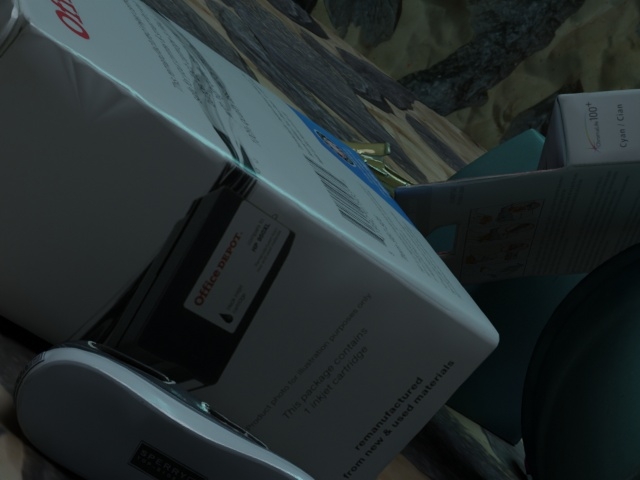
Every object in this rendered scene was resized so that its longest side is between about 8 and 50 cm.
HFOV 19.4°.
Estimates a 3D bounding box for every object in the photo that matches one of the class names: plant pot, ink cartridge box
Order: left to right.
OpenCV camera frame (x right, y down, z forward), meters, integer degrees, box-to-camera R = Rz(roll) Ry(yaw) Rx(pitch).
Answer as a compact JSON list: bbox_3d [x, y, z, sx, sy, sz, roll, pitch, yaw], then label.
[{"bbox_3d":[-0.114,-0.036,1.214,0.395,0.166,0.285,34,12,-32],"label":"ink cartridge box"},{"bbox_3d":[0.172,0.028,1.736,0.165,0.234,0.165,33,13,-33],"label":"plant pot"},{"bbox_3d":[0.183,-0.035,1.487,0.296,0.261,0.066,86,-1,-73],"label":"ink cartridge box"},{"bbox_3d":[0.309,0.194,1.376,0.341,0.341,0.334,40,19,-4],"label":"plant pot"}]

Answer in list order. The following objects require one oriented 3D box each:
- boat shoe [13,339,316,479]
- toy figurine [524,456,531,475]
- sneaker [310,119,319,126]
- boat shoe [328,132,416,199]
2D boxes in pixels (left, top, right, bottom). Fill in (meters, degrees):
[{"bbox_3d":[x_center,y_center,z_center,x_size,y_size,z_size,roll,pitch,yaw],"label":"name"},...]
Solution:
[{"bbox_3d":[-0.061,0.128,1.008,0.228,0.080,0.076,32,14,-6],"label":"boat shoe"},{"bbox_3d":[0.257,0.212,1.674,0.159,0.130,0.173,33,-13,13],"label":"toy figurine"},{"bbox_3d":[0.000,0.000,1.565,0.082,0.069,0.209,-172,-119,-79],"label":"sneaker"},{"bbox_3d":[0.057,-0.091,2.233,0.190,0.072,0.068,37,12,-14],"label":"boat shoe"}]
